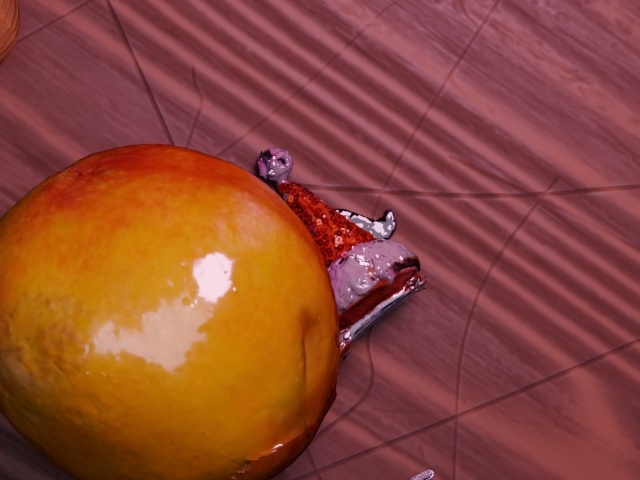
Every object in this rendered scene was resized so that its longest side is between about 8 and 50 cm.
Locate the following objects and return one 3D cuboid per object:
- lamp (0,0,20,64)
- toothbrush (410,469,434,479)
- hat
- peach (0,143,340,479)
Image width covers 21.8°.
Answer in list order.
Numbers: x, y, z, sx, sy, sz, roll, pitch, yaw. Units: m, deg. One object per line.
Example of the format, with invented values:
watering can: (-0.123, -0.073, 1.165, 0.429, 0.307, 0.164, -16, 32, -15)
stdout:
lamp: (-0.369, -0.225, 1.670, 0.136, 0.136, 0.136, 0, 89, -2)
toothbrush: (0.043, 0.279, 1.730, 0.167, 0.014, 0.011, -27, 73, -2)
hat: (-0.001, 0.002, 1.704, 0.140, 0.129, 0.227, -42, 72, 16)
peach: (-0.154, 0.089, 1.587, 0.372, 0.290, 0.373, 0, 85, 0)
